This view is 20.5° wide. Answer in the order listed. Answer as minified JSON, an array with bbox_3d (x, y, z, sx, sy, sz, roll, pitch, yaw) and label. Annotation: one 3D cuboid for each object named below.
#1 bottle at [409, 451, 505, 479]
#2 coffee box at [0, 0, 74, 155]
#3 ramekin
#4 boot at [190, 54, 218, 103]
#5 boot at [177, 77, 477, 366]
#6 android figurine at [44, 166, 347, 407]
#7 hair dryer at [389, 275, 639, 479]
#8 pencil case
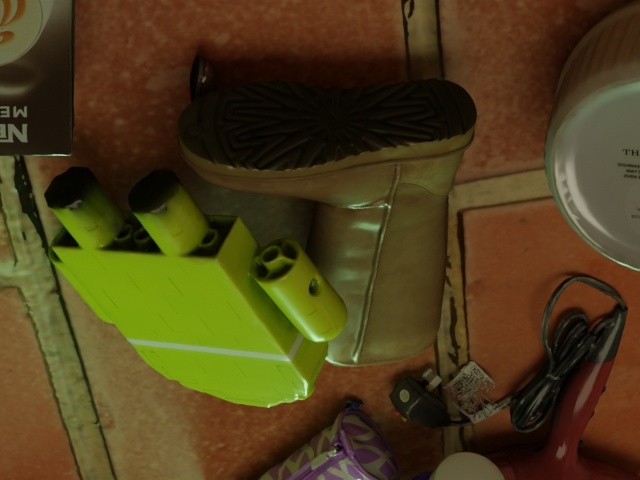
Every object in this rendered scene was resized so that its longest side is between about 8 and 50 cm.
[{"bbox_3d":[0.090,0.281,1.596,0.092,0.118,0.283,-5,149,-21],"label":"bottle"},{"bbox_3d":[-0.236,-0.182,1.206,0.141,0.098,0.247,-1,130,-8],"label":"coffee box"},{"bbox_3d":[0.265,-0.070,1.317,0.207,0.109,0.207,12,124,18],"label":"ramekin"},{"bbox_3d":[-0.042,-0.101,1.347,0.114,0.037,0.106,-2,140,-5],"label":"boot"},{"bbox_3d":[0.000,0.000,1.381,0.236,0.089,0.270,-2,139,-10],"label":"boot"},{"bbox_3d":[-0.095,0.044,1.373,0.248,0.056,0.273,2,144,37],"label":"android figurine"},{"bbox_3d":[0.223,0.180,1.599,0.223,0.080,0.293,-30,128,16],"label":"hair dryer"},{"bbox_3d":[-0.021,0.238,1.602,0.206,0.086,0.088,-42,158,23],"label":"pencil case"}]
